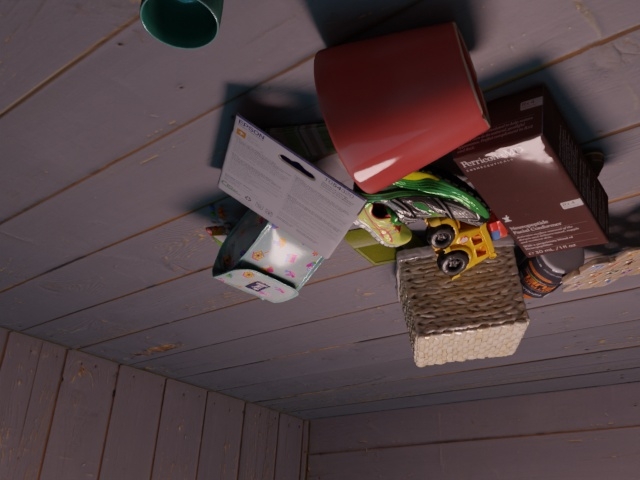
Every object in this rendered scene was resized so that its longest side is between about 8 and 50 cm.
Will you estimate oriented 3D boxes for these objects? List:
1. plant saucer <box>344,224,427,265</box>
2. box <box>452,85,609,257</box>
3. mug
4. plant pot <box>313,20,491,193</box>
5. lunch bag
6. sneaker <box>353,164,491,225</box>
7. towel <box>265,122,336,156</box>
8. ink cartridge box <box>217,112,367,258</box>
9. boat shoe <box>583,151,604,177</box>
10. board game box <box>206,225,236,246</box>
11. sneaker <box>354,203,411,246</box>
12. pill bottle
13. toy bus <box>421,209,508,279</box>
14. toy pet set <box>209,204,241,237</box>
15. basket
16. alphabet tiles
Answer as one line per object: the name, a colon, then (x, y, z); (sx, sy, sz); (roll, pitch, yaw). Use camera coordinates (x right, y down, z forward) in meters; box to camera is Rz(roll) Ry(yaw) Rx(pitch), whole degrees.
plant saucer: (0.181, 0.018, 2.008); (0.188, 0.045, 0.188); (-13, 150, 30)
box: (0.453, -0.129, 1.489); (0.191, 0.143, 0.381); (-14, 137, 36)
mug: (-0.220, -0.399, 1.146); (0.129, 0.097, 0.158); (10, 153, -12)
plant pot: (0.154, -0.247, 1.250); (0.243, 0.275, 0.275); (-18, 148, 18)
lunch bag: (-0.133, 0.042, 1.872); (0.223, 0.160, 0.262); (25, 112, -34)
sneaker: (0.229, -0.098, 1.615); (0.343, 0.134, 0.146); (17, 110, -15)
towel: (-0.038, -0.223, 1.576); (0.152, 0.023, 0.113); (-5, 155, 13)
ink cartridge box: (-0.062, -0.125, 1.576); (0.324, 0.071, 0.330); (34, 151, 1)
boat shoe: (0.598, -0.138, 1.608); (0.064, 0.060, 0.178); (4, 154, 0)
board game box: (-0.190, -0.004, 2.034); (0.259, 0.039, 0.124); (-1, 153, 17)
sneaker: (0.169, -0.051, 1.824); (0.208, 0.081, 0.094); (27, 142, -31)
pill bottle: (0.621, 0.080, 1.975); (0.130, 0.130, 0.246); (7, 154, -5)
toy bus: (0.361, -0.039, 1.759); (0.211, 0.149, 0.220); (-23, 129, 9)
toy pet set: (-0.235, -0.053, 1.935); (0.114, 0.065, 0.122); (36, 156, 15)
basket: (0.394, 0.182, 2.017); (0.328, 0.266, 0.331); (-8, 155, 2)
alphabet tiles: (0.776, 0.068, 1.852); (0.284, 0.021, 0.278); (-5, 157, -24)
